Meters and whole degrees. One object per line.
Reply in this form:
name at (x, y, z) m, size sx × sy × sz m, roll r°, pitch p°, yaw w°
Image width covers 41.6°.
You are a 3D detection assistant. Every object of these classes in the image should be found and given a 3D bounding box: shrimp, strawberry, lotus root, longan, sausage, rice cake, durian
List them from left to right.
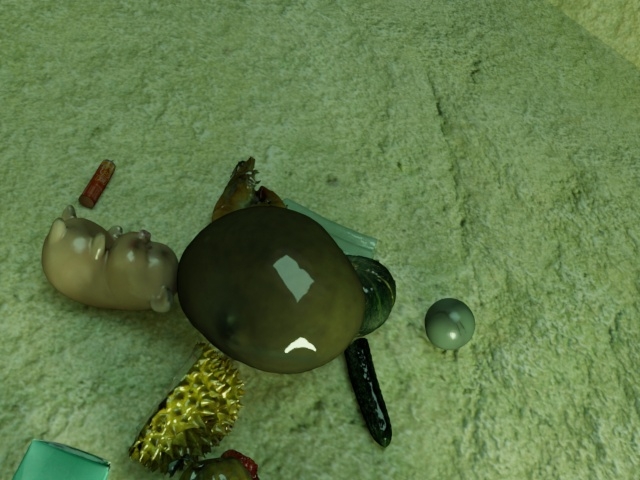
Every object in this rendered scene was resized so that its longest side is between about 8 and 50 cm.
sausage at (-0.440, -0.119, 1.681) m, size 0.034 × 0.034 × 0.129 m, roll 23°, pitch 47°, yaw -5°
durian at (-0.203, 0.277, 1.350) m, size 0.138 × 0.183 × 0.250 m, roll 49°, pitch 46°, yaw -8°
lotus root at (-0.153, 0.436, 1.246) m, size 0.123 × 0.124 × 0.241 m, roll 9°, pitch 72°, yaw -44°
strawberry at (-0.137, 0.373, 1.376) m, size 0.073 × 0.073 × 0.083 m, roll 6°, pitch 35°, yaw -20°
shrimp at (-0.137, -0.087, 1.749) m, size 0.152 × 0.063 × 0.287 m, roll 1°, pitch 41°, yaw 8°
longan at (-0.087, 0.082, 1.457) m, size 0.288 × 0.288 × 0.350 m, roll -26°, pitch 44°, yaw -38°
rice cake at (0.000, 0.000, 1.768) m, size 0.237 × 0.043 × 0.127 m, roll 26°, pitch 46°, yaw 1°

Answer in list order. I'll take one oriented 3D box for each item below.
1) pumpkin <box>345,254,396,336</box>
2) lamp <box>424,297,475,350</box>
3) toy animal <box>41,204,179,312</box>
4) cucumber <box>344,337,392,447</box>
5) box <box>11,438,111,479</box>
pumpkin at (0.054, 0.107, 1.622) m, size 0.190 × 0.146 × 0.190 m, roll 4°, pitch 15°, yaw -1°
lamp at (0.260, 0.169, 1.701) m, size 0.105 × 0.105 × 0.105 m, roll 12°, pitch 48°, yaw -14°
toy animal at (-0.367, 0.047, 1.489) m, size 0.250 × 0.154 × 0.166 m, roll 18°, pitch 27°, yaw -4°
cucumber at (0.090, 0.282, 1.566) m, size 0.052 × 0.058 × 0.215 m, roll -24°, pitch 56°, yaw 13°
box at (-0.399, 0.443, 1.103) m, size 0.118 × 0.205 × 0.311 m, roll 25°, pitch 47°, yaw -6°
